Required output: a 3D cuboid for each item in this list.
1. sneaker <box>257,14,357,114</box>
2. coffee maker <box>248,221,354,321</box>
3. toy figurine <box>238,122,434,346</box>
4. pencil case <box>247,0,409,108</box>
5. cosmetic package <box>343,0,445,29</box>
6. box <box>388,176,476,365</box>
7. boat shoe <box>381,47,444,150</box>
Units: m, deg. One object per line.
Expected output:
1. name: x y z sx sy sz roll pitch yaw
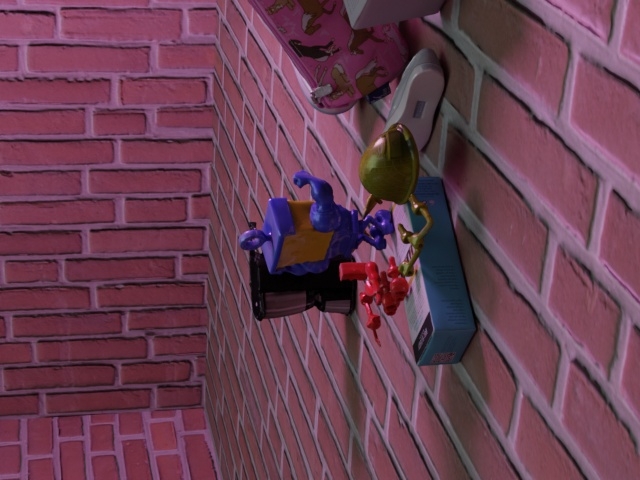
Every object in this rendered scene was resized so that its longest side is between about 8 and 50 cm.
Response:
1. sneaker: -0.005 -0.391 2.096 0.319 0.127 0.208 60 156 13
2. coffee maker: -0.032 0.056 2.230 0.120 0.178 0.171 -119 27 -59
3. toy figurine: 0.000 0.000 1.716 0.362 0.217 0.191 108 157 -59
4. pencil case: -0.030 -0.366 1.792 0.386 0.160 0.167 52 -150 -27
5. cosmetic package: 0.094 -0.431 1.623 0.225 0.138 0.224 127 127 -69
6. box: 0.147 0.039 1.696 0.100 0.060 0.244 107 158 -56
7. boat shoe: 0.127 -0.192 1.759 0.184 0.066 0.063 102 172 -49
